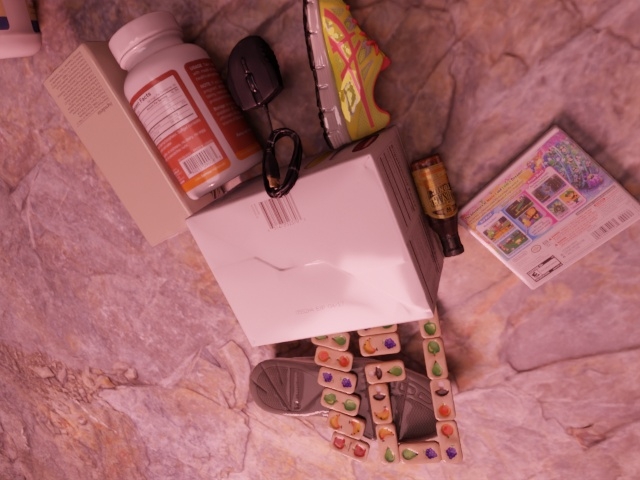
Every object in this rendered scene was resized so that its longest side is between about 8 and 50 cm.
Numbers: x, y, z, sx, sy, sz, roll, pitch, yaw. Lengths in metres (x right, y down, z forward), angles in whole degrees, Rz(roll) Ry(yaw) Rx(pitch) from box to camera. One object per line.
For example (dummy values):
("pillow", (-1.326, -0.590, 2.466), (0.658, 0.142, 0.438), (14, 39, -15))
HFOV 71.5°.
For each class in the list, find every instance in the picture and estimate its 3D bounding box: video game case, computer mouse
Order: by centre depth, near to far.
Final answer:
("computer mouse", (-0.071, -0.155, 0.518), (0.071, 0.041, 0.242), (-26, 61, 16))
("video game case", (0.269, -0.033, 0.538), (0.143, 0.019, 0.157), (42, 123, -1))

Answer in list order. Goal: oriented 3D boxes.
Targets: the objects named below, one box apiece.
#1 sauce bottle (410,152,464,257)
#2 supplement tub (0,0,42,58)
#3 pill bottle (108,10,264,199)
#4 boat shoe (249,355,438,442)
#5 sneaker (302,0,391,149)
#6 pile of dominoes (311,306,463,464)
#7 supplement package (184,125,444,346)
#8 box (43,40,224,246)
("sauce bottle", (0.150, -0.043, 0.557), (0.042, 0.042, 0.128), (-18, 98, 28))
("supplement tub", (-0.513, -0.395, 0.551), (0.228, 0.228, 0.317), (8, 117, 18))
("pill bottle", (-0.176, -0.174, 0.588), (0.121, 0.121, 0.216), (-22, 104, 29))
("boat shoe", (0.047, 0.243, 0.724), (0.319, 0.103, 0.118), (1, 88, 16))
("sneaker", (0.032, -0.218, 0.516), (0.094, 0.081, 0.209), (-11, 106, 1))
("pile of dominoes", (0.085, 0.202, 0.641), (0.195, 0.040, 0.252), (-10, 84, 13))
("supplement package", (0.000, 0.000, 0.587), (0.261, 0.145, 0.204), (-15, 108, 26))
("box", (-0.263, -0.139, 0.655), (0.113, 0.094, 0.275), (-21, 106, 29))
